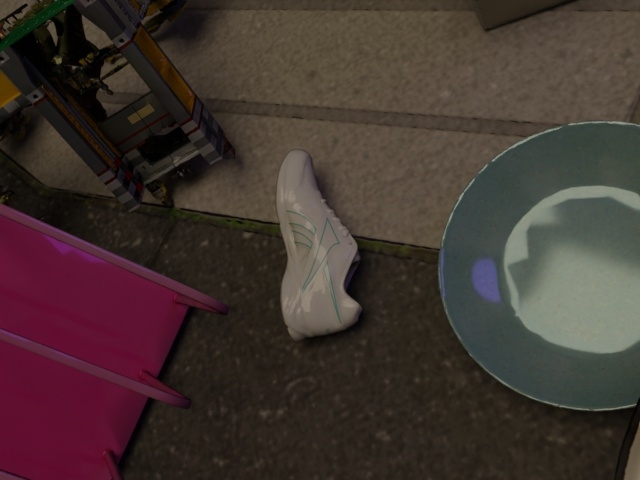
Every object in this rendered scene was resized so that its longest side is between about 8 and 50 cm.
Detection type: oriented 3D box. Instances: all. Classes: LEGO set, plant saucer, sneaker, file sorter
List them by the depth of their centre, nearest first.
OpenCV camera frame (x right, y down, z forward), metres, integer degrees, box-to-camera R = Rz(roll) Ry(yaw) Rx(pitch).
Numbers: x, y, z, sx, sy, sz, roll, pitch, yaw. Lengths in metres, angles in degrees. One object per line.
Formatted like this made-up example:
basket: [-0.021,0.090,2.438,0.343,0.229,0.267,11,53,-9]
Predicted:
plant saucer: [0.176,0.016,0.501,0.195,0.037,0.195,-10,66,23]
file sorter: [-0.213,0.130,0.504,0.182,0.202,0.291,-1,64,67]
sneaker: [0.000,0.000,0.588,0.061,0.054,0.152,-10,72,12]
LEGO set: [-0.218,-0.111,0.692,0.331,0.192,0.255,-32,30,7]

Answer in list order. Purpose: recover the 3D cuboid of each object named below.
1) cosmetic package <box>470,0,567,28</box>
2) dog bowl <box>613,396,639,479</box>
cosmetic package: [0.131,-0.344,0.596,0.113,0.160,0.309,-15,65,18]
dog bowl: [0.335,0.162,0.303,0.408,0.150,0.408,-9,67,22]
